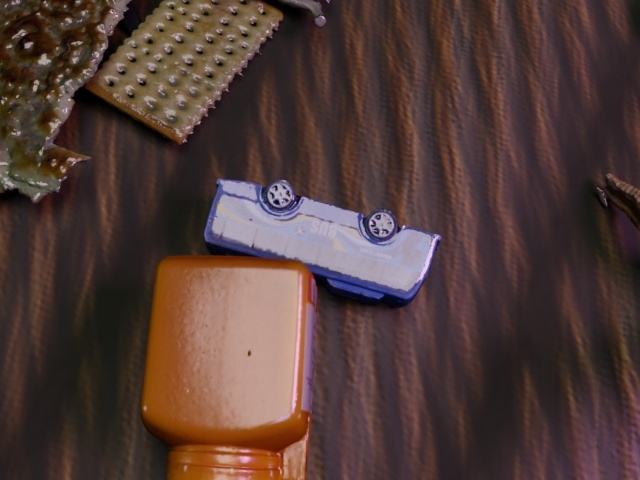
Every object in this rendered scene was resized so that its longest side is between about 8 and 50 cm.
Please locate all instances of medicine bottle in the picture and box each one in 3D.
[{"bbox_3d":[-0.082,0.132,0.705,0.150,0.112,0.222,2,74,4],"label":"medicine bottle"}]

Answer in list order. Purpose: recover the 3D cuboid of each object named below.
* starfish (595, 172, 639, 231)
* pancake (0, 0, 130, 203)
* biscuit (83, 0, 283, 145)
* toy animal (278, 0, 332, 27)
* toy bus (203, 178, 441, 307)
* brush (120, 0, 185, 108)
[{"bbox_3d":[0.414,0.112,0.685,0.132,0.384,0.398,-31,93,17],"label":"starfish"},{"bbox_3d":[-0.358,-0.230,0.855,0.305,0.067,0.426,9,66,10],"label":"pancake"},{"bbox_3d":[-0.152,-0.224,0.899,0.139,0.016,0.231,31,63,6],"label":"biscuit"},{"bbox_3d":[-0.087,-0.335,0.925,0.217,0.073,0.176,18,26,-14],"label":"toy animal"},{"bbox_3d":[-0.001,0.002,0.797,0.237,0.079,0.094,16,83,3],"label":"toy bus"},{"bbox_3d":[-0.205,-0.217,0.904,0.063,0.016,0.193,-19,70,-14],"label":"brush"}]
